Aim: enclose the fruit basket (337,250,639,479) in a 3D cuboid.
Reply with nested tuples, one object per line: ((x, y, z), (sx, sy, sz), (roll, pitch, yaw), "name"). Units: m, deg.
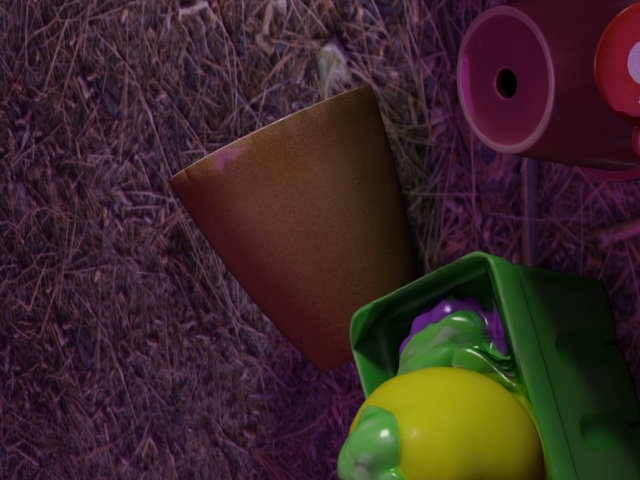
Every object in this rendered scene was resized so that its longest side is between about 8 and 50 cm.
((0.126, 0.208, 1.775), (0.283, 0.392, 0.392), (-30, 72, 53), "fruit basket")

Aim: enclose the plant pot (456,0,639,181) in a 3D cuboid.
((0.228, -0.146, 1.719), (0.201, 0.180, 0.201), (14, 108, 52), "plant pot")

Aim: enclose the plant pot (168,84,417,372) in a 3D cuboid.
((0.000, 0.000, 2.063), (0.237, 0.237, 0.254), (-24, 91, 54), "plant pot")

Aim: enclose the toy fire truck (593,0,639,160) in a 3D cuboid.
((0.378, -0.141, 1.488), (0.254, 0.169, 0.302), (38, 103, 30), "toy fire truck")
